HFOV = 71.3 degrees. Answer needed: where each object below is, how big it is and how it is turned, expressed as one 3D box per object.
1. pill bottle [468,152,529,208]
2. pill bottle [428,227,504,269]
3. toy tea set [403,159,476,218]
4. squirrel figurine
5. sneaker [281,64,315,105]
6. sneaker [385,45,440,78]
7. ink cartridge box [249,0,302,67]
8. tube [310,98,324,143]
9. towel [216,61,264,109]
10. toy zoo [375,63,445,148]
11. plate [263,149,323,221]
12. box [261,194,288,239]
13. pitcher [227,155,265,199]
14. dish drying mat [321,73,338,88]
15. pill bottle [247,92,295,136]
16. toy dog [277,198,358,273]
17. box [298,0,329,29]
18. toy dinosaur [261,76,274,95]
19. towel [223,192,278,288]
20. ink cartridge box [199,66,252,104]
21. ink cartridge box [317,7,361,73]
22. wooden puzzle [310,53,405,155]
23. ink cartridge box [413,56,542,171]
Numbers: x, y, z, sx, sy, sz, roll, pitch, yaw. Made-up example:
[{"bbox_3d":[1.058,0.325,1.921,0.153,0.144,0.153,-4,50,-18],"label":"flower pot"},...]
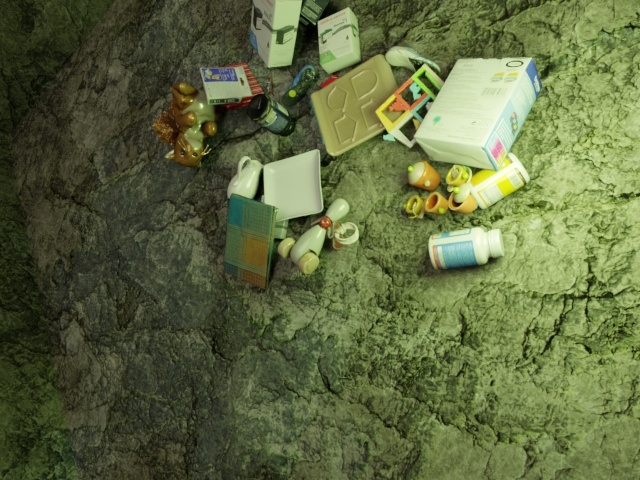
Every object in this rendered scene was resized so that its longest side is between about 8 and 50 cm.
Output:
[{"bbox_3d":[0.561,-0.183,1.468,0.215,0.117,0.117,-34,65,20],"label":"pill bottle"},{"bbox_3d":[0.480,0.025,1.468,0.221,0.124,0.124,-9,75,29],"label":"pill bottle"},{"bbox_3d":[0.382,-0.179,1.495,0.336,0.124,0.200,6,74,64],"label":"toy tea set"},{"bbox_3d":[-0.653,-0.553,2.216,0.397,0.281,0.371,16,99,46],"label":"squirrel figurine"},{"bbox_3d":[-0.099,-0.698,2.007,0.209,0.069,0.082,-46,28,24],"label":"sneaker"},{"bbox_3d":[0.363,-0.696,1.719,0.237,0.085,0.086,34,71,25],"label":"sneaker"},{"bbox_3d":[-0.207,-0.973,1.983,0.223,0.129,0.307,59,152,27],"label":"ink cartridge box"},{"bbox_3d":[0.011,-0.519,1.909,0.080,0.052,0.207,-29,72,30],"label":"tube"},{"bbox_3d":[-0.400,-0.743,2.140,0.198,0.031,0.275,-20,64,-18],"label":"towel"},{"bbox_3d":[0.342,-0.480,1.653,0.293,0.030,0.192,-43,83,8],"label":"toy zoo"},{"bbox_3d":[-0.112,-0.219,1.876,0.277,0.045,0.278,-11,72,25],"label":"plate"},{"bbox_3d":[-0.205,-0.101,1.949,0.145,0.038,0.186,7,82,30],"label":"box"},{"bbox_3d":[-0.341,-0.268,1.982,0.125,0.177,0.207,33,96,24],"label":"pitcher"},{"bbox_3d":[0.039,-0.693,1.947,0.083,0.008,0.032,-29,67,22],"label":"dish drying mat"},{"bbox_3d":[-0.206,-0.535,1.934,0.122,0.219,0.123,-7,76,29],"label":"pill bottle"},{"bbox_3d":[0.000,0.000,1.768,0.333,0.161,0.220,-30,62,6],"label":"toy dog"},{"bbox_3d":[-0.035,-1.040,1.974,0.158,0.093,0.156,-57,21,7],"label":"box"},{"bbox_3d":[-0.240,-0.734,2.116,0.090,0.047,0.082,26,84,-1],"label":"toy dinosaur"},{"bbox_3d":[-0.307,0.000,1.926,0.271,0.040,0.370,19,110,32],"label":"towel"},{"bbox_3d":[-0.440,-0.723,2.076,0.208,0.045,0.206,-9,61,-18],"label":"ink cartridge box"},{"bbox_3d":[0.079,-0.853,1.908,0.160,0.092,0.220,-11,74,28],"label":"ink cartridge box"},{"bbox_3d":[0.156,-0.539,1.811,0.347,0.080,0.322,-23,70,20],"label":"wooden puzzle"},{"bbox_3d":[0.531,-0.447,1.468,0.270,0.151,0.396,23,81,45],"label":"ink cartridge box"}]
